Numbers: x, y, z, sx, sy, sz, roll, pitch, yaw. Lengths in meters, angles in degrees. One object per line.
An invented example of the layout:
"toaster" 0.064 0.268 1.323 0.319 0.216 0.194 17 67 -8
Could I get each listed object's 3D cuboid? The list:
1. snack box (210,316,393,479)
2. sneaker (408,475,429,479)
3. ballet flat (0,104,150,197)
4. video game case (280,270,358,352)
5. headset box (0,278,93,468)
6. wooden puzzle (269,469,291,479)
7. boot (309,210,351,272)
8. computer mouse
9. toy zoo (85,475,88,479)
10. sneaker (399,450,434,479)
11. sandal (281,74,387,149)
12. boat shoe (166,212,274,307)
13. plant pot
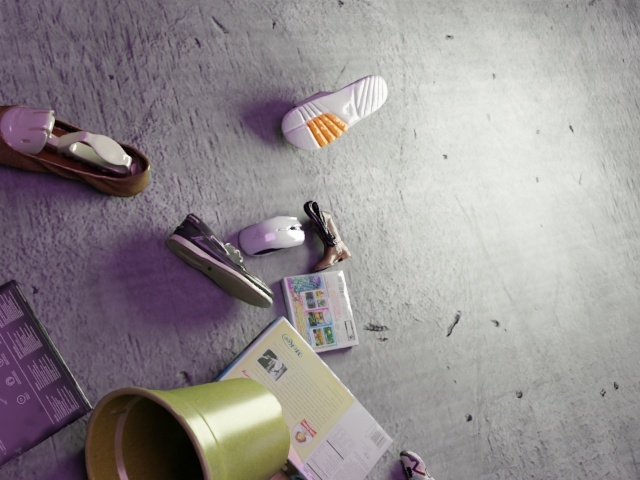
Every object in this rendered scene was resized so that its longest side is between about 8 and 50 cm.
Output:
"snack box" -0.033 0.319 1.776 0.322 0.060 0.187 49 55 -4
"sneaker" 0.204 0.617 1.849 0.131 0.112 0.319 -12 80 -38
"ballet flat" -0.448 -0.166 1.686 0.342 0.124 0.116 22 64 -25
"video game case" -0.001 0.143 1.932 0.143 0.019 0.157 -6 79 -33
"headset box" -0.544 0.239 1.487 0.283 0.131 0.246 -33 94 -35
"wooden puzzle" -0.124 0.364 1.772 0.238 0.044 0.221 49 56 -4
"boot" 0.000 0.000 1.970 0.106 0.037 0.114 -26 89 -40
"computer mouse" -0.066 -0.016 1.909 0.193 0.042 0.106 -15 75 -26
"toy zoo" -0.299 0.441 1.601 0.192 0.030 0.293 22 48 -21
"sneaker" 0.191 0.467 1.934 0.044 0.040 0.109 -39 96 -33
"sandal" 0.024 -0.271 2.048 0.265 0.076 0.102 -29 113 -24
"boat shoe" -0.173 0.041 1.817 0.233 0.084 0.079 39 58 -13
"plant pot" -0.192 0.340 1.565 0.254 0.276 0.276 -13 81 -52
